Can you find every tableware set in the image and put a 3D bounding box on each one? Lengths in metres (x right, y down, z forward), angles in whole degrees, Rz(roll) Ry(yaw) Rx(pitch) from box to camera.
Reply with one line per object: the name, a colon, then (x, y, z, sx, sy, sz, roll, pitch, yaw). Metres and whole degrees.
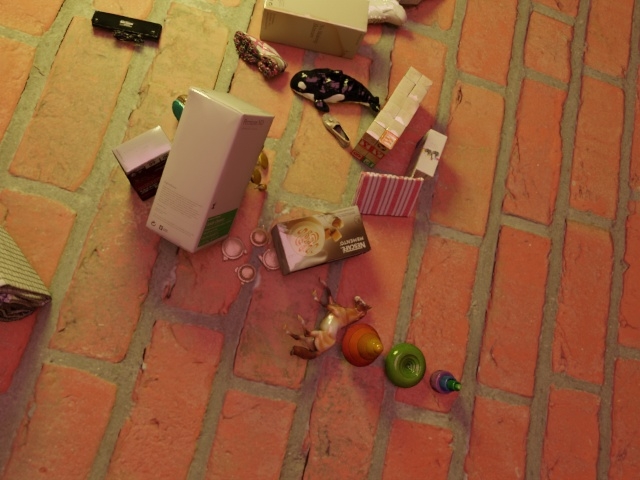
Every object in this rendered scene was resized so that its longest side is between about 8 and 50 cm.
tableware set: (-0.192, 0.039, 1.342, 0.169, 0.020, 0.141, -24, 86, -17)
tableware set: (-0.184, -0.219, 1.369, 0.024, 0.104, 0.154, -8, 93, 26)

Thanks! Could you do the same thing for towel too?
towel: (0.197, -0.138, 1.406, 0.197, 0.144, 0.029, 4, 44, -12)
towel: (-0.764, 0.067, 1.077, 0.121, 0.283, 0.235, -35, 87, -15)

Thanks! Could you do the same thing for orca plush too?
orca plush: (0.054, -0.468, 1.441, 0.287, 0.102, 0.151, 26, 72, -2)

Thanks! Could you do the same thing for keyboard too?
keyboard: (-0.572, -0.617, 1.389, 0.192, 0.038, 0.100, 8, 54, -9)

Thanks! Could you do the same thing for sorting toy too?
sorting toy: (0.241, 0.341, 1.301, 0.366, 0.126, 0.127, 27, 75, -13)

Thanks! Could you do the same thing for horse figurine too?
horse figurine: (0.009, 0.233, 1.316, 0.174, 0.066, 0.263, 45, 65, -19)

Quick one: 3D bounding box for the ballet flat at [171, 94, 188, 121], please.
ballet flat: (-0.289, -0.276, 1.350, 0.124, 0.116, 0.342, -29, 82, -35)

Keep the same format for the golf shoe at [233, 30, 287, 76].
golf shoe: (-0.185, -0.573, 1.447, 0.186, 0.067, 0.086, 43, 42, 3)

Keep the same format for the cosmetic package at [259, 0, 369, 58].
cosmetic package: (-0.022, -0.674, 1.446, 0.310, 0.160, 0.113, 9, 79, -9)

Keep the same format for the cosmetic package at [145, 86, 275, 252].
cosmetic package: (-0.275, -0.176, 1.179, 0.155, 0.197, 0.365, 29, 111, 9)

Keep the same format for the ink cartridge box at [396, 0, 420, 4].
ink cartridge box: (0.278, -0.934, 1.609, 0.239, 0.060, 0.275, -23, 81, -40)

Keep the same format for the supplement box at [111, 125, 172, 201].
supplement box: (-0.439, -0.191, 1.218, 0.130, 0.239, 0.073, -33, 87, -16)

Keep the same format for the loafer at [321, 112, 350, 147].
loafer: (0.053, -0.346, 1.458, 0.045, 0.039, 0.125, -37, 89, -16)

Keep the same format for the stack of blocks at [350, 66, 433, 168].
stack of blocks: (0.223, -0.379, 1.434, 0.087, 0.171, 0.297, 35, 74, -4)

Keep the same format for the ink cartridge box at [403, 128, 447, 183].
ink cartridge box: (0.317, -0.238, 1.461, 0.062, 0.104, 0.181, 25, 76, -6)

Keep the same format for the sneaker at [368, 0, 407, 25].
sneaker: (0.166, -0.742, 1.546, 0.232, 0.090, 0.115, 21, 85, -1)

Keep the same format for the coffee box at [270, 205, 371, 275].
coffee box: (0.000, 0.000, 1.341, 0.247, 0.098, 0.141, -13, 83, -19)
